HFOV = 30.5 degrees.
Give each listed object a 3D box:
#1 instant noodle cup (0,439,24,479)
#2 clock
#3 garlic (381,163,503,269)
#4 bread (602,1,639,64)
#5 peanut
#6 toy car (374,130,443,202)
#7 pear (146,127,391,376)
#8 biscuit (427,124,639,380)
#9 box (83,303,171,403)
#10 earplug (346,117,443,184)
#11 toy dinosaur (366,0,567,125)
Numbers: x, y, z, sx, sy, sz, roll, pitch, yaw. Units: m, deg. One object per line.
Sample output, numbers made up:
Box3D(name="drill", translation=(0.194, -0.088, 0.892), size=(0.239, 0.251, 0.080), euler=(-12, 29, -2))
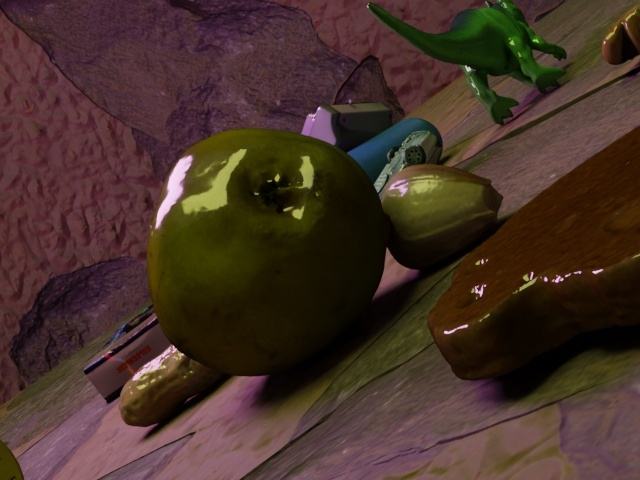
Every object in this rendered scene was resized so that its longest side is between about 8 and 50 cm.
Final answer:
Box3D(name="instant noodle cup", translation=(-0.541, 0.376, 1.701), size=(0.215, 0.215, 0.236), euler=(-39, 0, -22))
Box3D(name="clock", translation=(0.034, -0.141, 2.178), size=(0.186, 0.083, 0.253), euler=(-12, -51, -49))
Box3D(name="garlic", translation=(0.123, -0.032, 1.428), size=(0.128, 0.115, 0.207), euler=(-45, 6, -13))
Box3D(name="bread", translation=(0.497, -0.323, 1.643), size=(0.225, 0.081, 0.134), euler=(-36, 1, 23))
Box3D(name="peanut", translation=(-0.200, 0.186, 1.664), size=(0.214, 0.099, 0.099), euler=(-34, 7, 6))
Box3D(name="toy car", translation=(0.118, -0.074, 1.880), size=(0.224, 0.076, 0.090), euler=(-57, 15, -5))
Box3D(name="pear", translation=(-0.076, 0.030, 1.410), size=(0.287, 0.287, 0.375), euler=(-41, -10, -31))
Box3D(name="biscuit", translation=(0.239, -0.015, 0.898), size=(0.359, 0.074, 0.381), euler=(-36, 9, 14))
Box3D(name="box", translation=(-0.340, 0.194, 2.342), size=(0.198, 0.084, 0.310), euler=(-36, 7, 10))
Box3D(name="earplug", translation=(0.115, -0.130, 2.102), size=(0.273, 0.132, 0.132), euler=(-37, 6, -33))
Box3D(name="toy dinosaur", translation=(0.255, -0.404, 2.074), size=(0.144, 0.500, 0.374), euler=(-42, 38, 28))
